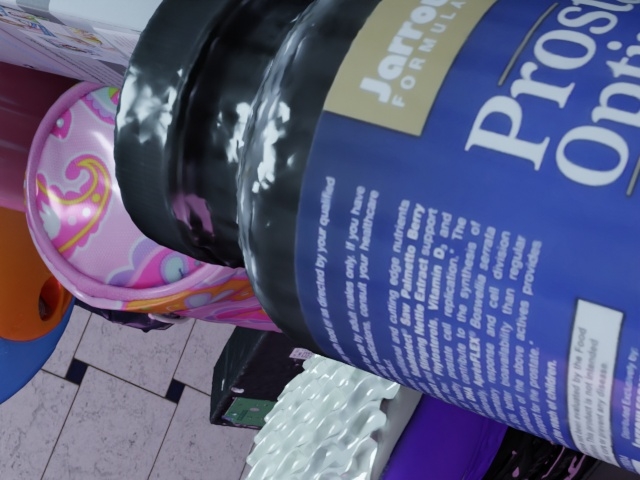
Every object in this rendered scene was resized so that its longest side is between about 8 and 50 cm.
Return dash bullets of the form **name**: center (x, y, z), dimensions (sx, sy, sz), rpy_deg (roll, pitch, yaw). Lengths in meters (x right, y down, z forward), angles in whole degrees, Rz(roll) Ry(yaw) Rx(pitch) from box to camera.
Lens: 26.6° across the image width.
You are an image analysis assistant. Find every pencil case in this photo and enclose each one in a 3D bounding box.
- **pencil case**: center (-0.050, -0.013, 0.723), dimensions (0.124, 0.124, 0.284), rpy_deg (14, 178, 15)

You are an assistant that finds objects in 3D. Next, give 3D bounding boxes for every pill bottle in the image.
- **pill bottle**: center (0.056, -0.012, 0.377), dimensions (0.219, 0.123, 0.123), rpy_deg (18, 178, 27)

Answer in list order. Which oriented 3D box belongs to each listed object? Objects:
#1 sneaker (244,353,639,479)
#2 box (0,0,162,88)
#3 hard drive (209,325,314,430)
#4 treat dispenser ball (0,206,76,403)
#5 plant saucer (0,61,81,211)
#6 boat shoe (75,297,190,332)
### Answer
- **sneaker**: center (0.080, 0.059, 0.541), dimensions (0.146, 0.102, 0.293), rpy_deg (41, -149, -3)
- **box**: center (-0.116, -0.094, 0.526), dimensions (0.186, 0.038, 0.145), rpy_deg (13, 176, 14)
- **hard drive**: center (0.058, 0.081, 1.063), dimensions (0.237, 0.064, 0.339), rpy_deg (8, 152, -12)
- **treat dispenser ball**: center (-0.346, 0.018, 1.128), dimensions (0.288, 0.288, 0.288), rpy_deg (15, 176, 1)
- **plant saucer**: center (-0.264, -0.085, 0.794), dimensions (0.332, 0.084, 0.332), rpy_deg (16, 180, 0)
- **boat shoe**: center (-0.128, 0.038, 1.492), dimensions (0.340, 0.158, 0.127), rpy_deg (14, 176, 16)
